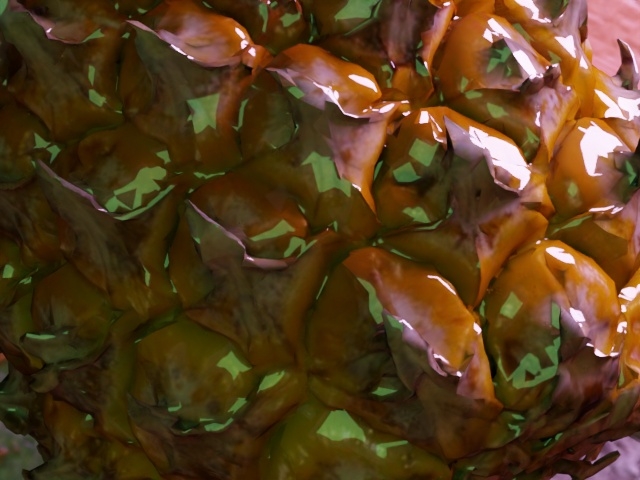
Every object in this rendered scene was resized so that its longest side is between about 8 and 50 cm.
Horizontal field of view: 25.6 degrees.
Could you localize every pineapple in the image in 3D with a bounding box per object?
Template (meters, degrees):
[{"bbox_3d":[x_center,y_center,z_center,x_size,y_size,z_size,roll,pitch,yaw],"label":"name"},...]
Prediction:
[{"bbox_3d":[-0.002,0.001,0.638,0.352,0.352,0.300,-29,79,-5],"label":"pineapple"}]
